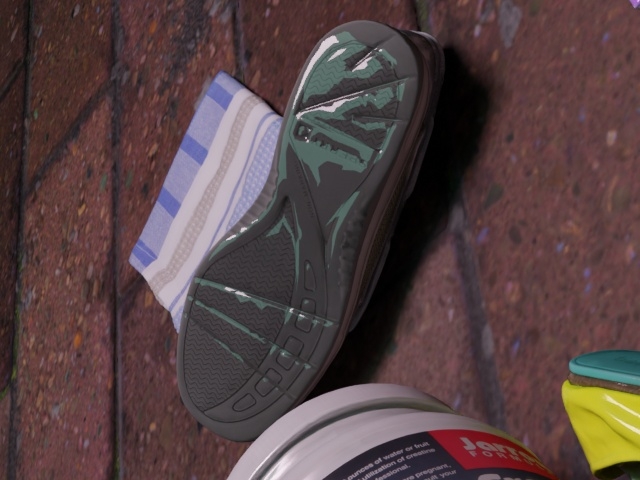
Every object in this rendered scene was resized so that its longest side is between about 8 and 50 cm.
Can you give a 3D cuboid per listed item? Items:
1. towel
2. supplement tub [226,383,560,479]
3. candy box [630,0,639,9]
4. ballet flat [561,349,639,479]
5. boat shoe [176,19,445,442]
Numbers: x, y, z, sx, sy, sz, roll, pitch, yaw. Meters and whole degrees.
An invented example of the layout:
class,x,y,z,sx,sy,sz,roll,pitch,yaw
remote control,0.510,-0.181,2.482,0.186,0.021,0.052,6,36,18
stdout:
class,x,y,z,sx,sy,sz,roll,pitch,yaw
towel,-0.081,-0.014,1.249,0.209,0.034,0.285,-64,29,13
supplement tub,0.068,0.199,0.702,0.191,0.191,0.272,-66,30,11
candy box,0.224,-0.233,0.797,0.196,0.070,0.165,-54,33,31
ballet flat,0.195,0.094,0.679,0.231,0.077,0.077,-2,94,63
boat shoe,-0.002,-0.002,1.046,0.118,0.103,0.320,28,106,21
